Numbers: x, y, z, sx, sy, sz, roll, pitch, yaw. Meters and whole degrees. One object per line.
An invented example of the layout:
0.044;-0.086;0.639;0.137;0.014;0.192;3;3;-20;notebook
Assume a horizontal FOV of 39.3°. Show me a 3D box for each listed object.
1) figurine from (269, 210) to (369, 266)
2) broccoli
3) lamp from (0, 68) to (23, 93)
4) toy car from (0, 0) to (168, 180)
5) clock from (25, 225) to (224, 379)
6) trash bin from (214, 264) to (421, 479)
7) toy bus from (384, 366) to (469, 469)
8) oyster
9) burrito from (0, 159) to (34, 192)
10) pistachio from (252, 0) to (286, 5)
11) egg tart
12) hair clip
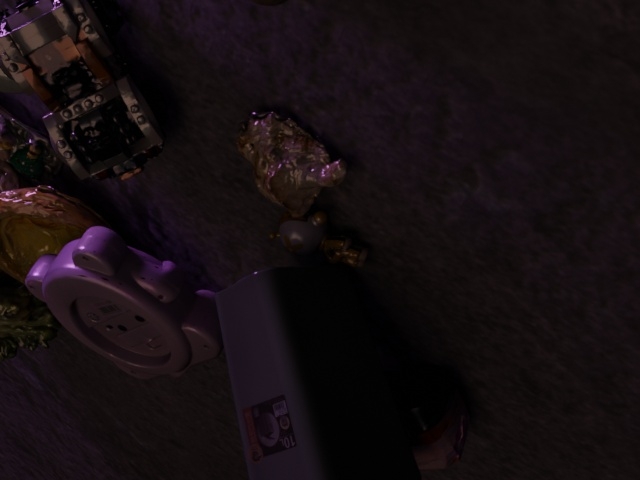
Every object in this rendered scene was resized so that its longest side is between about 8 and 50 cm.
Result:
0.001;0.003;1.356;0.143;0.068;0.101;34;148;-16;figurine
-0.696;0.104;1.863;0.324;0.272;0.334;-24;105;5;broccoli
-0.464;-0.276;1.449;0.193;0.106;0.106;20;135;11;lamp
-0.351;-0.229;1.344;0.193;0.118;0.301;-22;110;11;toy car
-0.348;0.118;1.619;0.296;0.113;0.322;-23;124;42;clock
-0.018;0.220;1.321;0.158;0.223;0.343;-29;71;38;trash bin
0.103;0.295;1.476;0.303;0.127;0.147;-8;124;39;toy bus
-0.047;-0.110;1.285;0.191;0.081;0.163;-5;116;36;oyster
-0.628;-0.154;1.701;0.229;0.063;0.058;52;156;-13;burrito
-0.084;-0.375;1.044;0.138;0.153;0.238;28;164;30;pistachio
-0.498;-0.008;1.671;0.279;0.095;0.278;4;137;4;egg tart
-0.613;-0.217;1.608;0.321;0.091;0.138;41;140;0;hair clip
